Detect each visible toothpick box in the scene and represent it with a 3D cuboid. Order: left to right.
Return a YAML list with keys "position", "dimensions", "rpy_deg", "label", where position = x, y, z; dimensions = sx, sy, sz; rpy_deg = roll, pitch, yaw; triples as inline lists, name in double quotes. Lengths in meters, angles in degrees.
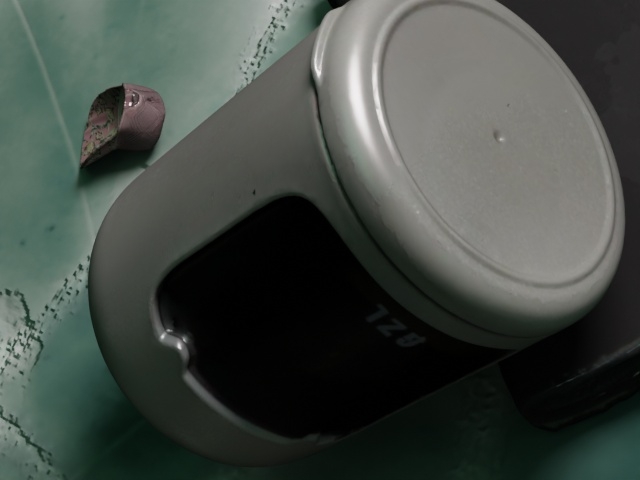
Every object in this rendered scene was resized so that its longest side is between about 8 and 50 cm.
- position: [0.000, 0.000, 1.094]
  dimensions: [0.316, 0.229, 0.229]
  rpy_deg: [-33, 48, 43]
  label: "toothpick box"

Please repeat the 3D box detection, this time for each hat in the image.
- position: [-0.140, -0.080, 1.346]
  dimensions: [0.087, 0.042, 0.058]
  rpy_deg: [-41, 35, 44]
  label: "hat"

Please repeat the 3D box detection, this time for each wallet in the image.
- position: [0.155, -0.096, 1.194]
  dimensions: [0.228, 0.062, 0.406]
  rpy_deg: [-29, 55, 10]
  label: "wallet"
